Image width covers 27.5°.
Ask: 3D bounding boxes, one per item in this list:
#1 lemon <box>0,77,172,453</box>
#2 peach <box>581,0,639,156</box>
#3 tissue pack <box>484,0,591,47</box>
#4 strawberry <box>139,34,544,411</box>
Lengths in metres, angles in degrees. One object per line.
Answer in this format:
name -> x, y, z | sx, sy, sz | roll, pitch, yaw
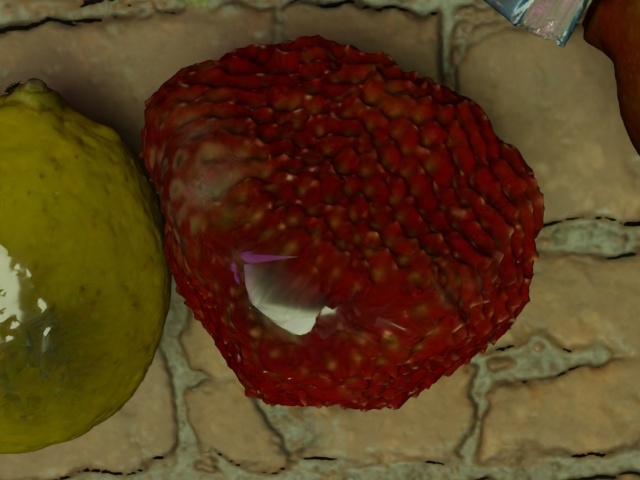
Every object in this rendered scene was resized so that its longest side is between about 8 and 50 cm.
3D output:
lemon -> -0.241, 0.024, 1.015 | 0.253, 0.253, 0.310 | 8, 115, 0
peach -> 0.370, -0.160, 0.892 | 0.372, 0.290, 0.373 | -1, 116, -2
tissue pack -> 0.153, -0.223, 0.952 | 0.065, 0.155, 0.116 | 16, 113, -29
strawberry -> 0.000, 0.000, 0.933 | 0.312, 0.351, 0.267 | 31, 109, 0
